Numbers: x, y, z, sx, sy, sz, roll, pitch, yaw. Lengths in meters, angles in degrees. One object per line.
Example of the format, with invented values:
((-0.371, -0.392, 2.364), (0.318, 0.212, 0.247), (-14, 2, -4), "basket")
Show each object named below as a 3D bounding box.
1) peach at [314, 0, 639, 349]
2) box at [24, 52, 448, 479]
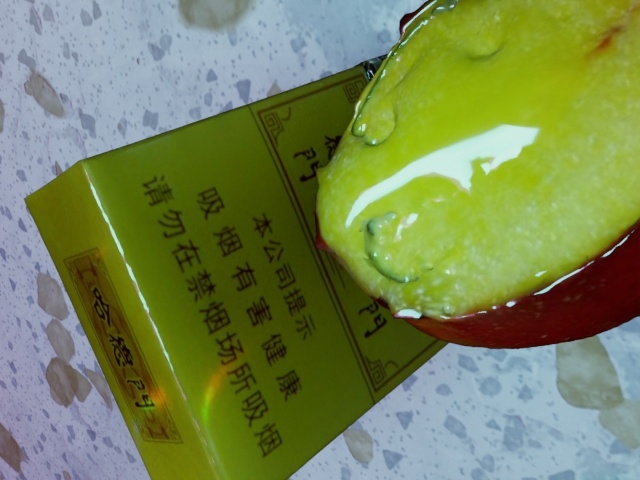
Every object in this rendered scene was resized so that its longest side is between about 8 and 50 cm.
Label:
((0.156, -0.064, 0.532), (0.281, 0.338, 0.281), (160, 90, -75), "peach")
((0.000, 0.000, 0.641), (0.115, 0.415, 0.265), (-17, 98, 48), "box")
